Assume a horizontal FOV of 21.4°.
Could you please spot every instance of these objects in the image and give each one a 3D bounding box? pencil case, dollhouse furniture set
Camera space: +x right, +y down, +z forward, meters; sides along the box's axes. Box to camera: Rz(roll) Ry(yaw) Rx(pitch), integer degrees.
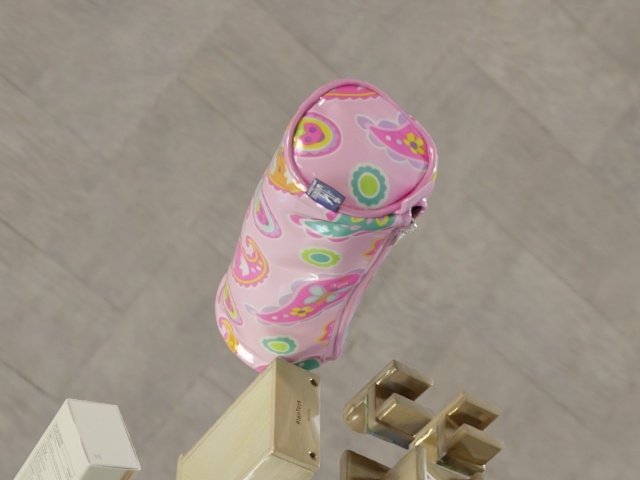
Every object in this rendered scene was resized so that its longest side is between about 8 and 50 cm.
[{"bbox_3d":[0.000,0.000,1.294,0.124,0.284,0.124,8,59,-13],"label":"pencil case"},{"bbox_3d":[0.021,0.222,1.402,0.242,0.212,0.161,26,128,-22],"label":"dollhouse furniture set"}]

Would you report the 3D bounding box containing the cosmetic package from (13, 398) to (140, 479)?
[{"bbox_3d":[-0.168,0.164,1.112,0.041,0.060,0.115,12,128,-37],"label":"cosmetic package"}]
